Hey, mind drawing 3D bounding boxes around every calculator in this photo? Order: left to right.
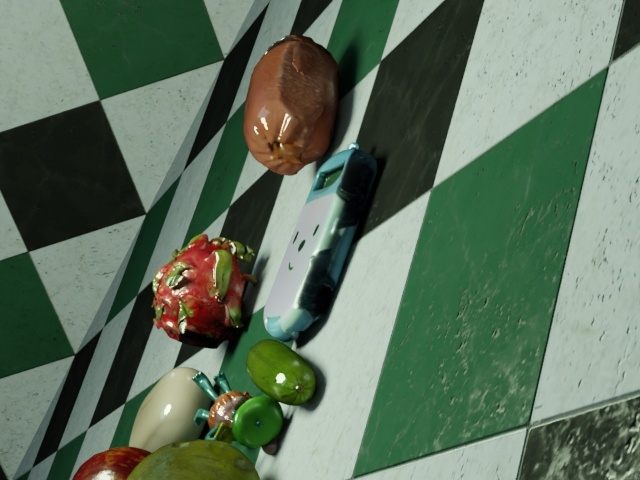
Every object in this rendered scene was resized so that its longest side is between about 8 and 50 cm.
[{"bbox_3d":[0.000,0.000,1.747,0.293,0.051,0.173,-69,14,-13],"label":"calculator"}]

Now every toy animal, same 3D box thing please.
[{"bbox_3d":[-0.120,0.234,1.705,0.103,0.100,0.208,-30,20,-18],"label":"toy animal"}]

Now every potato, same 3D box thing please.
[{"bbox_3d":[-0.160,0.331,1.556,0.197,0.148,0.228,-28,22,28],"label":"potato"}]

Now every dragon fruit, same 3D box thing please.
[{"bbox_3d":[-0.180,0.079,2.065,0.160,0.166,0.172,10,-86,-66],"label":"dragon fruit"}]

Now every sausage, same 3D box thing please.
[{"bbox_3d":[-0.044,-0.218,2.047,0.152,0.152,0.280,-55,18,36],"label":"sausage"}]

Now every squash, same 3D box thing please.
[{"bbox_3d":[-0.058,0.164,1.662,0.066,0.066,0.252,-66,14,-2],"label":"squash"}]

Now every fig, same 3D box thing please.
[{"bbox_3d":[-0.271,0.380,1.927,0.207,0.175,0.175,-36,30,34],"label":"fig"}]

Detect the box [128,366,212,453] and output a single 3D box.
[{"bbox_3d":[-0.238,0.284,2.056,0.200,0.088,0.146,-47,23,48],"label":"box"}]
